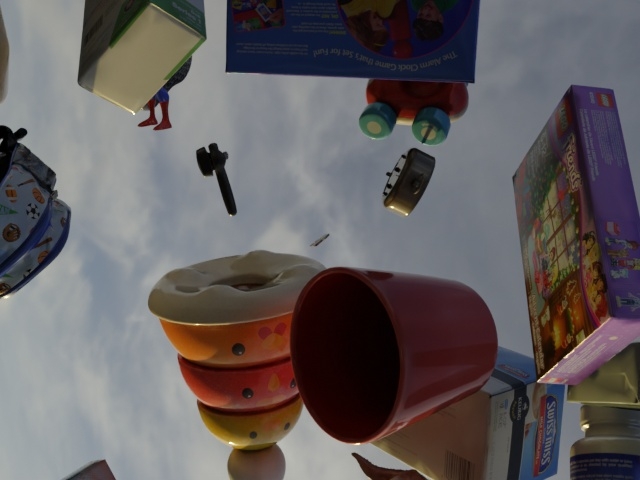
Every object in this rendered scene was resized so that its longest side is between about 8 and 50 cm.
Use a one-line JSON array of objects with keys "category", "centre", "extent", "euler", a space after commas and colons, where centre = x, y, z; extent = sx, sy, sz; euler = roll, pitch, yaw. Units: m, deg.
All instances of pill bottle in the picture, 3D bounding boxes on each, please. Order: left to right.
[{"category": "pill bottle", "centre": [0.495, 0.414, 1.401], "extent": [0.152, 0.152, 0.271], "euler": [-28, -131, 53]}]

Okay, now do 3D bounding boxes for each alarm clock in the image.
[{"category": "alarm clock", "centre": [0.165, -0.111, 1.574], "extent": [0.129, 0.064, 0.192], "euler": [-64, -170, 2]}]

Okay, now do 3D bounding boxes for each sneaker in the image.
[{"category": "sneaker", "centre": [-0.379, -0.389, 1.916], "extent": [0.097, 0.234, 0.084], "euler": [25, -41, 9]}]

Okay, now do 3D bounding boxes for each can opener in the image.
[{"category": "can opener", "centre": [-0.239, -0.147, 2.022], "extent": [0.059, 0.073, 0.186], "euler": [-91, 163, -67]}]

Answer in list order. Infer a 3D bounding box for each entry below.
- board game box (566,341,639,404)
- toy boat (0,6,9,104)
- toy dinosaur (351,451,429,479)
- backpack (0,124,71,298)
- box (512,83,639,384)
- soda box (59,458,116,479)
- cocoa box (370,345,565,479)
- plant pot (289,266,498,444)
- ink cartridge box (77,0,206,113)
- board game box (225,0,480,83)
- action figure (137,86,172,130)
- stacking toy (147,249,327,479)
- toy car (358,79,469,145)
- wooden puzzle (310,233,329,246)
[{"category": "board game box", "centre": [0.571, 0.224, 1.290], "extent": [0.224, 0.304, 0.097], "euler": [140, -41, -76]}, {"category": "toy boat", "centre": [-0.619, -0.330, 1.436], "extent": [0.231, 0.151, 0.151], "euler": [67, -30, 29]}, {"category": "toy dinosaur", "centre": [0.169, 0.469, 1.486], "extent": [0.200, 0.127, 0.295], "euler": [-38, -145, 2]}, {"category": "backpack", "centre": [-0.560, -0.020, 1.424], "extent": [0.276, 0.213, 0.263], "euler": [-45, -159, 10]}, {"category": "box", "centre": [0.295, -0.003, 0.976], "extent": [0.201, 0.057, 0.293], "euler": [108, -15, -60]}, {"category": "soda box", "centre": [-0.213, 0.321, 0.866], "extent": [0.183, 0.063, 0.058], "euler": [61, -34, 1]}, {"category": "cocoa box", "centre": [0.281, 0.333, 1.687], "extent": [0.347, 0.228, 0.231], "euler": [17, -71, 51]}, {"category": "plant pot", "centre": [0.126, 0.167, 1.314], "extent": [0.275, 0.243, 0.274], "euler": [4, -84, 53]}, {"category": "ink cartridge box", "centre": [-0.296, -0.384, 1.391], "extent": [0.201, 0.117, 0.278], "euler": [-38, -137, 31]}, {"category": "board game box", "centre": [0.046, -0.341, 1.155], "extent": [0.078, 0.347, 0.233], "euler": [-48, 142, -74]}, {"category": "action figure", "centre": [-0.385, -0.366, 1.735], "extent": [0.092, 0.139, 0.280], "euler": [16, -66, 40]}, {"category": "stacking toy", "centre": [-0.129, 0.280, 1.631], "extent": [0.351, 0.351, 0.479], "euler": [15, -65, 56]}, {"category": "toy car", "centre": [0.184, -0.348, 1.641], "extent": [0.210, 0.219, 0.238], "euler": [9, -44, 20]}, {"category": "wooden puzzle", "centre": [0.000, 0.000, 2.182], "extent": [0.006, 0.049, 0.083], "euler": [53, -11, -6]}]
